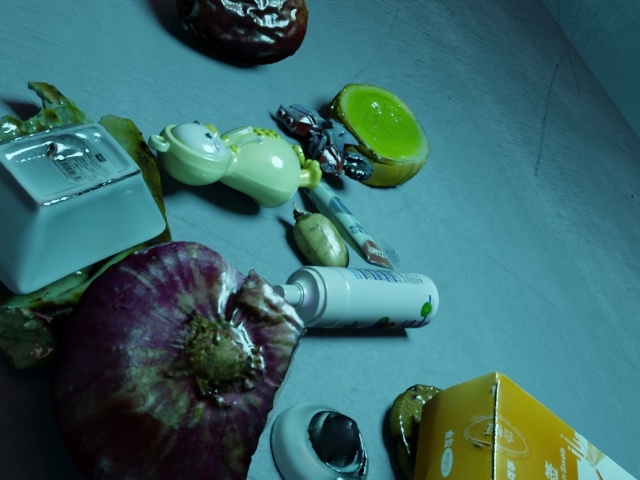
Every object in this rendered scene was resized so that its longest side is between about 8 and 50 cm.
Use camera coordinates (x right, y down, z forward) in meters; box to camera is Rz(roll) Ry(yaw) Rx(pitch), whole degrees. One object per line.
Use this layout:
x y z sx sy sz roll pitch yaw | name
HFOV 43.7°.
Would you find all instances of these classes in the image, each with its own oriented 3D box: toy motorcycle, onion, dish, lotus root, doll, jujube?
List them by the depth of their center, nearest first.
-0.149 0.138 0.793 0.231 0.272 0.256 27 40 -5 | onion
-0.285 -0.063 0.878 0.182 0.080 0.243 47 32 7 | dish
0.019 0.248 0.979 0.141 0.078 0.141 29 36 -23 | dish
-0.125 -0.122 1.178 0.296 0.117 0.141 14 30 -51 | doll
0.000 0.000 1.252 0.072 0.063 0.152 -25 76 -45 | lotus root
-0.004 -0.175 1.434 0.213 0.082 0.122 46 32 25 | toy motorcycle
-0.134 -0.418 1.462 0.243 0.183 0.183 8 47 -42 | jujube

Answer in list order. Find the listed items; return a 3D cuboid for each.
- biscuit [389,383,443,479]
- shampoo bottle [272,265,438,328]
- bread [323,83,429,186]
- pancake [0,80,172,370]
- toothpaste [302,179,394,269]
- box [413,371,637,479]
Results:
0.181 0.300 1.134 0.212 0.036 0.212 30 36 -25 | biscuit
0.049 0.086 1.181 0.303 0.092 0.092 6 49 -45 | shampoo bottle
0.111 -0.209 1.571 0.236 0.070 0.236 22 45 -24 | bread
-0.301 -0.046 0.953 0.305 0.067 0.426 45 33 -10 | pancake
0.040 -0.028 1.291 0.062 0.039 0.239 19 24 -44 | toothpaste
0.279 0.357 1.033 0.341 0.143 0.225 38 39 -19 | box
